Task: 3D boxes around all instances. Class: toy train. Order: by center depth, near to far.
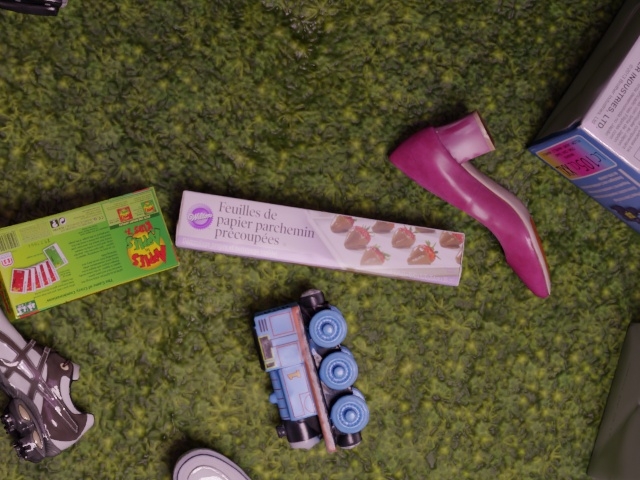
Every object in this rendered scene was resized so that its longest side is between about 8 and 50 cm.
[{"bbox_3d":[-0.011,0.149,0.983,0.105,0.080,0.184,-14,92,-1],"label":"toy train"}]

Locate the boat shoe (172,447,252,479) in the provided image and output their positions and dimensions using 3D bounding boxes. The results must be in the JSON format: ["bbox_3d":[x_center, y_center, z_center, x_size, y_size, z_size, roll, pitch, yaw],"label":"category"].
[{"bbox_3d":[-0.077,0.321,0.930,0.083,0.076,0.226,-34,97,-12],"label":"boat shoe"}]

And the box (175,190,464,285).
[{"bbox_3d":[0.000,0.000,0.997,0.324,0.067,0.063,8,85,-10],"label":"box"}]

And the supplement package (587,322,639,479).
[{"bbox_3d":[0.481,0.224,0.986,0.263,0.198,0.199,18,84,-1],"label":"supplement package"}]

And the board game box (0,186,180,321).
[{"bbox_3d":[-0.252,0.013,0.935,0.181,0.043,0.092,-19,91,-29],"label":"board game box"}]

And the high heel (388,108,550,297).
[{"bbox_3d":[0.181,-0.026,1.037,0.117,0.082,0.244,-25,105,18],"label":"high heel"}]

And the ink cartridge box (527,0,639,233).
[{"bbox_3d":[0.492,-0.107,1.045,0.395,0.151,0.270,36,82,-5],"label":"ink cartridge box"}]

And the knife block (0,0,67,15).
[{"bbox_3d":[-0.413,-0.286,0.928,0.276,0.088,0.242,-40,93,-10],"label":"knife block"}]

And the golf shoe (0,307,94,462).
[{"bbox_3d":[-0.312,0.133,0.940,0.094,0.077,0.198,-24,93,-28],"label":"golf shoe"}]
